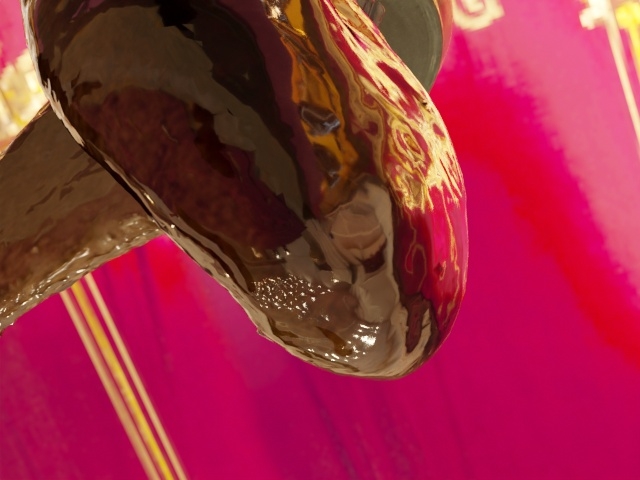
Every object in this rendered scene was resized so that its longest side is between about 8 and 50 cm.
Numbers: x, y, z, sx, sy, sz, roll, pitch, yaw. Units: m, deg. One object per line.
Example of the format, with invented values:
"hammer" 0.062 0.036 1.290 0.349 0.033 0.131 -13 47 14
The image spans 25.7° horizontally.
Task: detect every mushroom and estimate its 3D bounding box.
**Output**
"mushroom" -0.076 -0.002 0.416 0.217 0.148 0.227 -41 -143 12

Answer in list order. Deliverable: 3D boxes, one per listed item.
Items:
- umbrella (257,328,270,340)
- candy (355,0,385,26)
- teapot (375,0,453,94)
"umbrella" 0.000 0.000 1.177 0.046 0.050 0.188 146 -33 -78
"candy" -0.035 -0.096 0.640 0.038 0.136 0.088 -4 -114 56
"teapot" -0.018 -0.155 0.890 0.171 0.203 0.225 -33 -139 7
